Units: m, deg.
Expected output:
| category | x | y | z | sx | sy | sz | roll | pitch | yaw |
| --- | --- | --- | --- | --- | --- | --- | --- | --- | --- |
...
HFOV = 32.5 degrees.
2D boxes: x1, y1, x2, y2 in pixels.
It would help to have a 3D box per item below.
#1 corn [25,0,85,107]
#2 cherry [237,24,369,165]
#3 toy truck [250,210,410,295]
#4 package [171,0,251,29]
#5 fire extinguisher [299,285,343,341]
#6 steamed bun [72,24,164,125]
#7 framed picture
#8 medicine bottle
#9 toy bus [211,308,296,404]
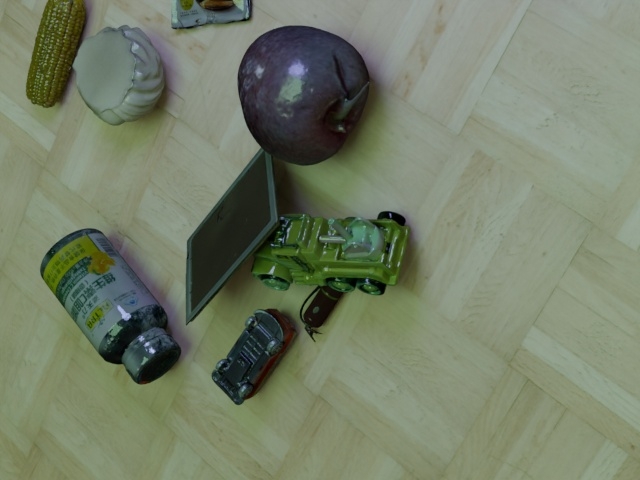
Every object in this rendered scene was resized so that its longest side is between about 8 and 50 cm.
| category | x | y | z | sx | sy | sz | roll | pitch | yaw |
| --- | --- | --- | --- | --- | --- | --- | --- | --- | --- |
| corn | -0.502 | -0.364 | 2.076 | 0.080 | 0.080 | 0.238 | 27 | 106 | 28 |
| cherry | -0.028 | -0.230 | 1.722 | 0.266 | 0.183 | 0.213 | 43 | 106 | 40 |
| toy truck | -0.001 | 0.001 | 1.724 | 0.259 | 0.135 | 0.128 | -1 | 63 | 36 |
| package | -0.196 | -0.459 | 1.903 | 0.171 | 0.027 | 0.173 | -1 | 96 | 32 |
| fire extinguisher | 0.005 | 0.102 | 1.803 | 0.056 | 0.039 | 0.132 | 39 | 113 | 14 |
| steamed bun | -0.351 | -0.298 | 1.968 | 0.182 | 0.106 | 0.183 | 0 | 90 | 31 |
| framed picture | -0.150 | -0.013 | 1.831 | 0.273 | 0.016 | 0.216 | -47 | 32 | 31 |
| medicine bottle | -0.375 | 0.122 | 1.988 | 0.293 | 0.141 | 0.141 | 48 | 116 | 20 |
| toy bus | -0.106 | 0.191 | 1.857 | 0.079 | 0.077 | 0.174 | 44 | 114 | 23 |
